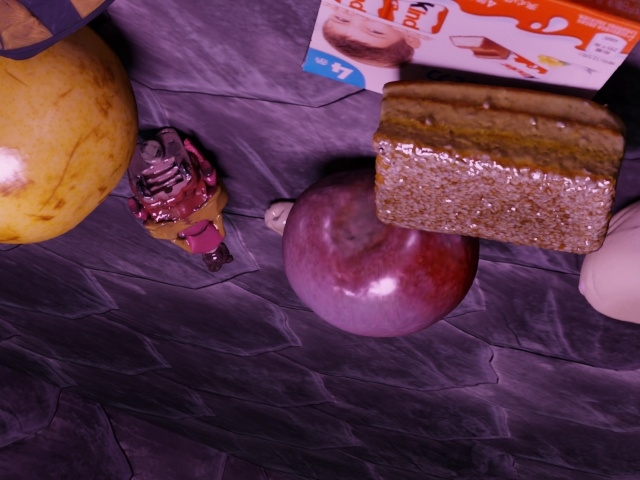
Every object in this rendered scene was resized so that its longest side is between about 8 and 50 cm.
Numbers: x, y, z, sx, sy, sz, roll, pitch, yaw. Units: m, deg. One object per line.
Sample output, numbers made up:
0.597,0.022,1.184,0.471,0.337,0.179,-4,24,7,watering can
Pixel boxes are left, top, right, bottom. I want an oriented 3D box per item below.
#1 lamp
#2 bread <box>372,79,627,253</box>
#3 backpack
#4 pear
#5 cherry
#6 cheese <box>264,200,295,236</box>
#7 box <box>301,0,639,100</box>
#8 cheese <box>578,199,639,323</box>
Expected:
-0.173,-0.048,1.746,0.118,0.118,0.253,9,162,18,lamp
0.170,-0.074,1.293,0.234,0.110,0.184,11,158,10,bread
-0.264,-0.250,1.210,0.206,0.133,0.258,-27,162,3,backpack
-0.332,-0.131,1.429,0.281,0.280,0.280,14,160,5,pear
0.077,0.024,1.604,0.239,0.206,0.239,5,150,3,cherry
0.000,0.000,1.834,0.065,0.043,0.194,2,158,44,cheese
0.131,-0.190,1.231,0.273,0.048,0.265,16,161,-2,box
0.435,0.044,1.513,0.266,0.127,0.233,20,162,-5,cheese
